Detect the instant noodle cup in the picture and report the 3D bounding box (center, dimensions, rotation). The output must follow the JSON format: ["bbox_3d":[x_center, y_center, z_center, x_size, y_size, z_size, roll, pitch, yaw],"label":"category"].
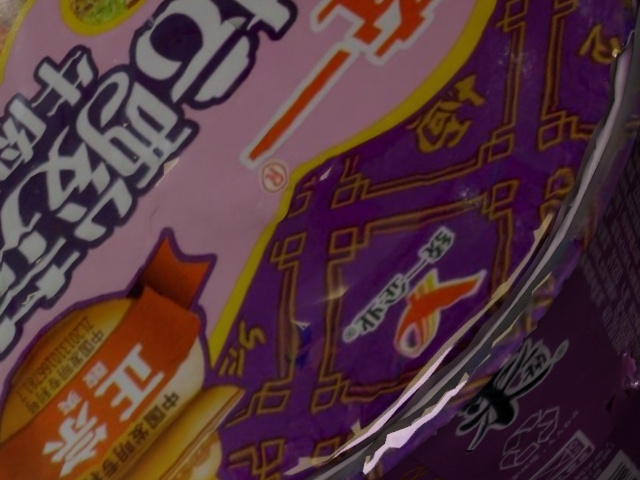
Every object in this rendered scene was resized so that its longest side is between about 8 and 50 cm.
[{"bbox_3d":[0.000,0.000,0.596,0.339,0.266,0.340,-13,60,23],"label":"instant noodle cup"}]
